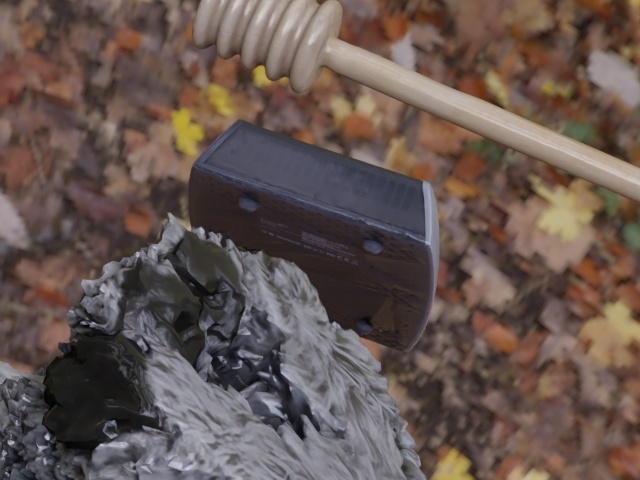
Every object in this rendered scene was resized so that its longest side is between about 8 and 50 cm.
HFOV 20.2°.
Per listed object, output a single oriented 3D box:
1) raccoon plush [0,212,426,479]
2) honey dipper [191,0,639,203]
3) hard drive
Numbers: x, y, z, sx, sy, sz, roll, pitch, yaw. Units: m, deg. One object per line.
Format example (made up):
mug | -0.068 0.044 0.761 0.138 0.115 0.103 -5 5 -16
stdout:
raccoon plush | -0.084 0.210 0.862 0.446 0.299 0.216 55 25 8
honey dipper | 0.039 -0.038 0.523 0.160 0.030 0.030 26 49 8
hard drive | 0.000 0.000 1.204 0.172 0.255 0.054 19 73 6
